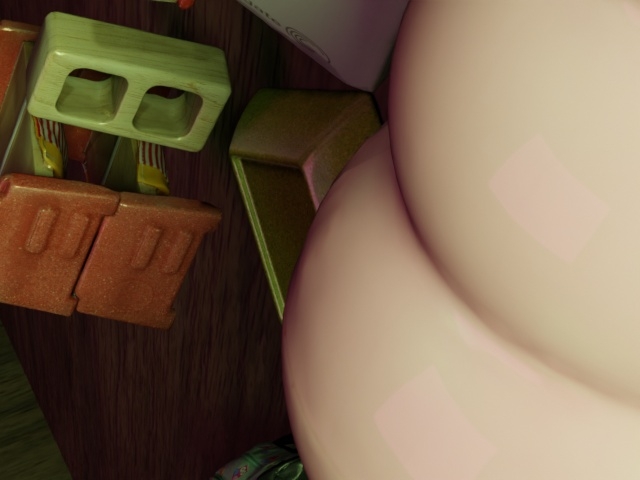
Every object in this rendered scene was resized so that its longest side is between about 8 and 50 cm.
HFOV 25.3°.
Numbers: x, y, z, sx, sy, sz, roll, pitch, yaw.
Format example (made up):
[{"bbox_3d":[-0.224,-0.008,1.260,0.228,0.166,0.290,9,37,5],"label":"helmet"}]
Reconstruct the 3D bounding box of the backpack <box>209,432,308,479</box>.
[{"bbox_3d":[-0.032,0.221,1.120,0.151,0.115,0.182,69,164,-8],"label":"backpack"}]

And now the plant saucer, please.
[{"bbox_3d":[0.000,0.000,0.908,0.188,0.045,0.188,17,125,67],"label":"plant saucer"}]

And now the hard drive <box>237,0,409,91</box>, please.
[{"bbox_3d":[-0.045,-0.177,0.569,0.233,0.047,0.353,38,174,1],"label":"hard drive"}]

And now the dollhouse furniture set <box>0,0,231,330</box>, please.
[{"bbox_3d":[-0.125,-0.138,0.966,0.374,0.152,0.201,-61,30,36],"label":"dollhouse furniture set"}]

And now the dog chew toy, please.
[{"bbox_3d":[0.102,-0.020,0.402,0.206,0.207,0.331,55,149,34],"label":"dog chew toy"}]
